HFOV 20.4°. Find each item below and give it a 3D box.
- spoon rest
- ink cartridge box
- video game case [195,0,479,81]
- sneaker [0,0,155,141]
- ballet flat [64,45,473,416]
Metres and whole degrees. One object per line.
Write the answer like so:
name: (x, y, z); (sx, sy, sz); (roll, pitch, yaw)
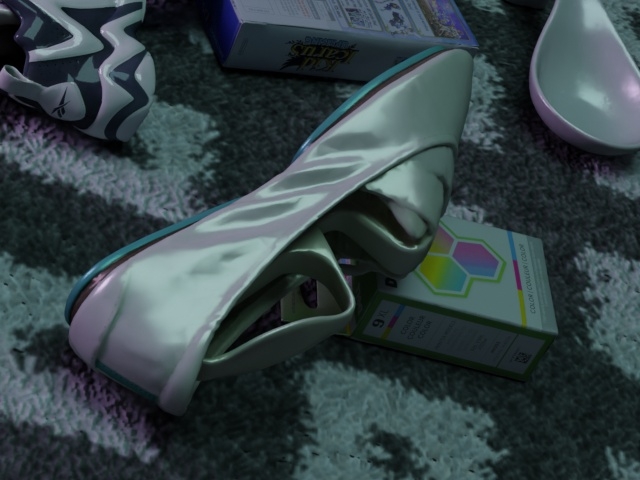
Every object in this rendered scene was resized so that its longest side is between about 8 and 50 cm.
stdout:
spoon rest: (0.247, -0.184, 1.731); (0.137, 0.084, 0.276); (8, 41, -23)
ink cartridge box: (0.076, 0.031, 1.399); (0.209, 0.062, 0.109); (14, 40, -15)
video game case: (-0.009, -0.256, 1.683); (0.244, 0.061, 0.269); (2, 44, -26)
sneaker: (-0.227, -0.187, 1.448); (0.153, 0.094, 0.235); (14, 49, -30)
ballet flat: (0.000, 0.000, 1.293); (0.400, 0.139, 0.139); (-35, 67, -30)
